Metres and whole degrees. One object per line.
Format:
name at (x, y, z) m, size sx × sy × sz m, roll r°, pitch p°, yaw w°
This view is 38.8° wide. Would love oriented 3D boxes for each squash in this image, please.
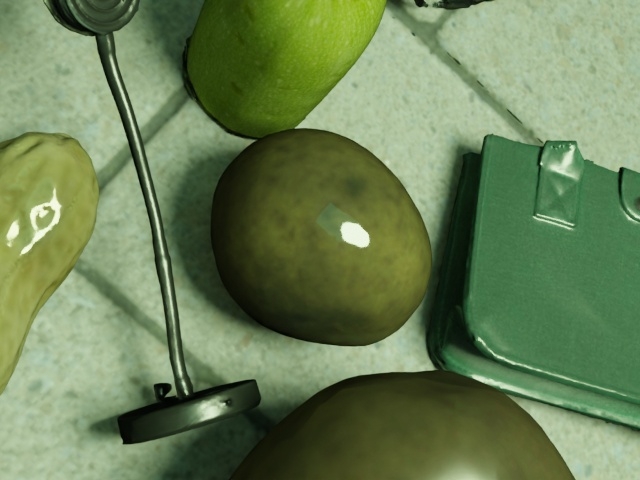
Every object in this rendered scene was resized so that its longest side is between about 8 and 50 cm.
squash at (-0.021, -0.176, 0.714) m, size 0.133 × 0.247 × 0.132 m, roll 4°, pitch 77°, yaw -20°

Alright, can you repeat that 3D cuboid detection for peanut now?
peanut at (-0.242, 0.027, 0.644) m, size 0.123 × 0.123 × 0.256 m, roll 33°, pitch 70°, yaw -11°

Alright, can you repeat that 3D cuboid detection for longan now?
longan at (0.000, 0.000, 0.721) m, size 0.187 × 0.167 × 0.167 m, roll 30°, pitch 68°, yaw -5°
longan at (0.056, 0.233, 0.628) m, size 0.297 × 0.297 × 0.297 m, roll 5°, pitch 75°, yaw -20°

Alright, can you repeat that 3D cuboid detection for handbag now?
handbag at (0.276, 0.045, 0.841) m, size 0.326 × 0.089 × 0.238 m, roll 15°, pitch 68°, yaw -7°

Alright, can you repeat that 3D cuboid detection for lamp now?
lamp at (-0.105, -0.026, 0.646) m, size 0.130 × 0.108 × 0.371 m, roll -11°, pitch 105°, yaw -46°

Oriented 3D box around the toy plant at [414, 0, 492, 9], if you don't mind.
toy plant at (0.126, -0.411, 0.848) m, size 0.247 × 0.247 × 0.332 m, roll -19°, pitch 82°, yaw -25°
